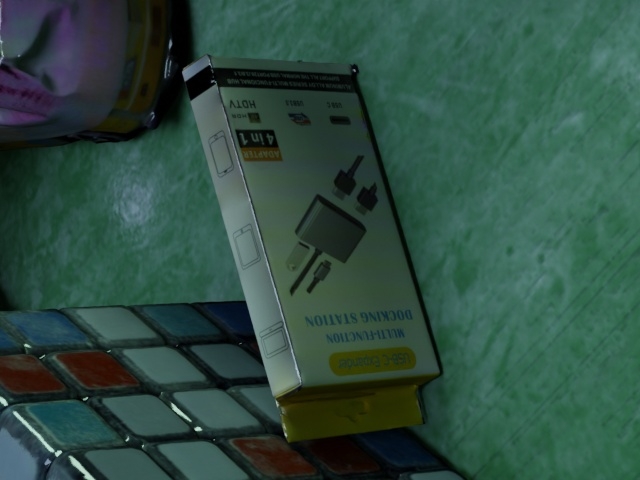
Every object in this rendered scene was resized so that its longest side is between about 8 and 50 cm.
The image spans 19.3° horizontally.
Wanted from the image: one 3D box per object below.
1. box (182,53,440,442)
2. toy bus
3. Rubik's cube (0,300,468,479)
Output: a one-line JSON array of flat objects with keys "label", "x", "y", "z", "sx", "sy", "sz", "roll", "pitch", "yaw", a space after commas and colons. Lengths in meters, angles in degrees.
[{"label": "box", "x": 0.000, "y": 0.000, "z": 1.185, "sx": 0.033, "sy": 0.129, "sz": 0.247, "roll": -30, "pitch": 71, "yaw": 42}, {"label": "toy bus", "x": -0.280, "y": -0.147, "z": 1.445, "sx": 0.386, "sy": 0.162, "sz": 0.171, "roll": -2, "pitch": 88, "yaw": 45}, {"label": "Rubik's cube", "x": -0.109, "y": 0.227, "z": 1.186, "sx": 0.292, "sy": 0.293, "sz": 0.287, "roll": 37, "pitch": 116, "yaw": 41}]
